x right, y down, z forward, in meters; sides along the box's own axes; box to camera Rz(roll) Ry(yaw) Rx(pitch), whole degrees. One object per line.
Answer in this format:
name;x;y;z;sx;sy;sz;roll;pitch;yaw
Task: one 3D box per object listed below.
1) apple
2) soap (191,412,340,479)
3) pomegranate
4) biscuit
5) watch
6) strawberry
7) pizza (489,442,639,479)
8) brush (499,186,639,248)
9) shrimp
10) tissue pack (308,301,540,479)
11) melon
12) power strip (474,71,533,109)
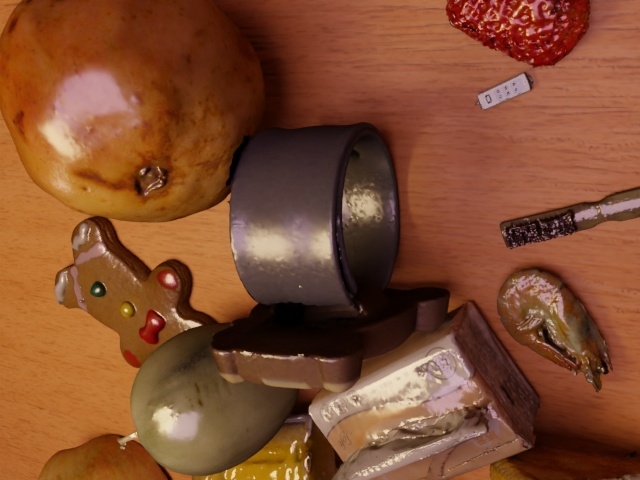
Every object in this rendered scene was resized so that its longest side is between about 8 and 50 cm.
apple;-0.494;0.624;1.405;0.252;0.314;0.309;20;125;65
soap;-0.105;0.472;1.172;0.281;0.143;0.259;-14;73;31
pomegranate;-0.268;-0.223;0.913;0.410;0.410;0.410;8;111;22
biscuit;-0.366;0.145;1.247;0.432;0.064;0.283;37;119;9
watch;0.000;0.000;0.863;0.314;0.335;0.327;-1;102;25
strawberry;0.250;-0.290;0.795;0.188;0.082;0.121;14;116;17
pizza;0.392;0.354;0.875;0.287;0.280;0.075;0;86;14
brush;0.375;-0.033;0.852;0.248;0.036;0.043;-15;105;29
shrimp;0.351;0.137;0.917;0.115;0.051;0.217;-38;90;37
tissue pack;0.149;0.279;0.961;0.305;0.238;0.238;-34;92;30
melon;-0.189;0.272;1.078;0.272;0.308;0.272;30;141;28
power strip;0.256;-0.207;0.857;0.083;0.017;0.027;-22;96;28
